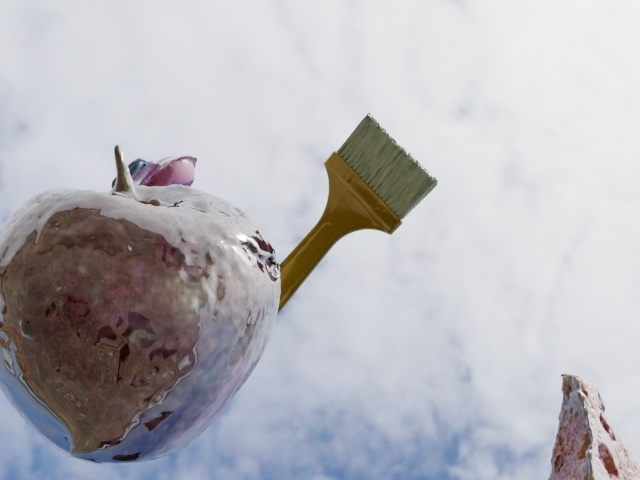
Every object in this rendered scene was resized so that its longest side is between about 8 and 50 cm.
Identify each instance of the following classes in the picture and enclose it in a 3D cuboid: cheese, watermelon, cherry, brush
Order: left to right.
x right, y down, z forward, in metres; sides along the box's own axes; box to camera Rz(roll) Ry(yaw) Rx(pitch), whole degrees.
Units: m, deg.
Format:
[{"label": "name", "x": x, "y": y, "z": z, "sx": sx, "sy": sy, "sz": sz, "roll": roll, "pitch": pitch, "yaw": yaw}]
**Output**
[{"label": "cherry", "x": -0.121, "y": 0.049, "z": 0.542, "sx": 0.195, "sy": 0.195, "sz": 0.195, "roll": 1, "pitch": -87, "yaw": 18}, {"label": "cheese", "x": -0.180, "y": -0.062, "z": 0.905, "sx": 0.095, "sy": 0.145, "sz": 0.038, "roll": -44, "pitch": -101, "yaw": 7}, {"label": "brush", "x": 0.000, "y": 0.000, "z": 0.674, "sx": 0.083, "sy": 0.011, "sz": 0.205, "roll": 48, "pitch": -70, "yaw": 19}, {"label": "watermelon", "x": 0.220, "y": 0.196, "z": 0.635, "sx": 0.121, "sy": 0.098, "sz": 0.158, "roll": 17, "pitch": -64, "yaw": 6}]
